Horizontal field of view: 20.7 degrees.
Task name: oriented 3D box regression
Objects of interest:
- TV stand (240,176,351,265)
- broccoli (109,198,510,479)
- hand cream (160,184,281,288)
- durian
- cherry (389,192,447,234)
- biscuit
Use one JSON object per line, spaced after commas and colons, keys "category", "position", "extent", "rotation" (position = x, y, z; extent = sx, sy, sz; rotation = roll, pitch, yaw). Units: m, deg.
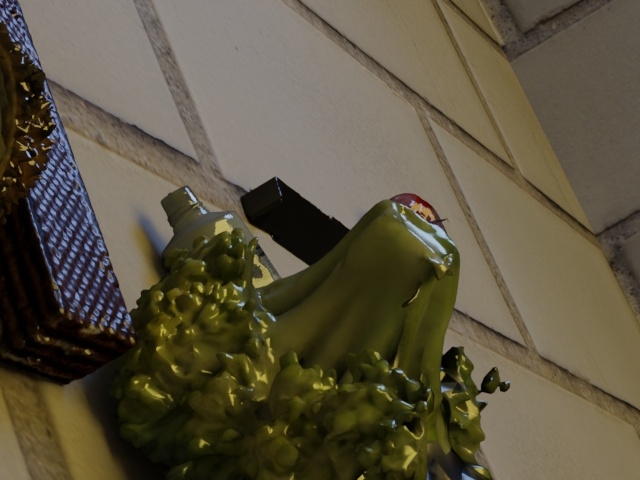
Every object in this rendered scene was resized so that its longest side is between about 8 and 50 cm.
{"category": "TV stand", "position": [0.000, 0.000, 1.956], "extent": [0.256, 0.049, 0.040], "rotation": [37, 29, -53]}
{"category": "broccoli", "position": [0.014, 0.107, 1.371], "extent": [0.348, 0.281, 0.293], "rotation": [45, 21, 28]}
{"category": "hand cream", "position": [-0.047, 0.101, 1.588], "extent": [0.124, 0.077, 0.341], "rotation": [-28, 86, -51]}
{"category": "durian", "position": [-0.263, -0.070, 1.177], "extent": [0.196, 0.167, 0.196], "rotation": [20, 64, -47]}
{"category": "cherry", "position": [0.119, 0.000, 2.236], "extent": [0.126, 0.087, 0.106], "rotation": [68, -2, -49]}
{"category": "biscuit", "position": [-0.247, -0.076, 1.334], "extent": [0.107, 0.073, 0.388], "rotation": [31, 33, -60]}
